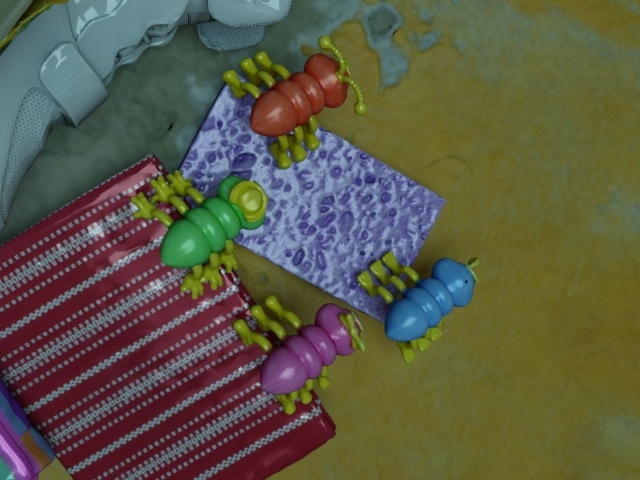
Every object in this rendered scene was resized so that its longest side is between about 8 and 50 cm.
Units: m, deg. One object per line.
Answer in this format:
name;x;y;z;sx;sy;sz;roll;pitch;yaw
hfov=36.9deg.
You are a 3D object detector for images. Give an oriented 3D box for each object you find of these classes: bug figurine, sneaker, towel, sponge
bug figurine;0.000;0.000;0.713;0.216;0.072;0.279;-40;106;-22
sneaker;-0.143;-0.143;0.672;0.210;0.137;0.366;18;88;-13
towel;-0.135;0.096;0.742;0.199;0.031;0.275;-31;103;1
sponge;-0.010;-0.032;0.774;0.210;0.031;0.117;29;88;-15

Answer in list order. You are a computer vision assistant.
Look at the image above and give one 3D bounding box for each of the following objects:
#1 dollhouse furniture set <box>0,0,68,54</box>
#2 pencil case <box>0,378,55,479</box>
dollhouse furniture set;-0.282;-0.192;0.587;0.301;0.151;0.197;44;102;3
pencil case;-0.287;0.095;0.678;0.104;0.104;0.236;-32;105;-9
